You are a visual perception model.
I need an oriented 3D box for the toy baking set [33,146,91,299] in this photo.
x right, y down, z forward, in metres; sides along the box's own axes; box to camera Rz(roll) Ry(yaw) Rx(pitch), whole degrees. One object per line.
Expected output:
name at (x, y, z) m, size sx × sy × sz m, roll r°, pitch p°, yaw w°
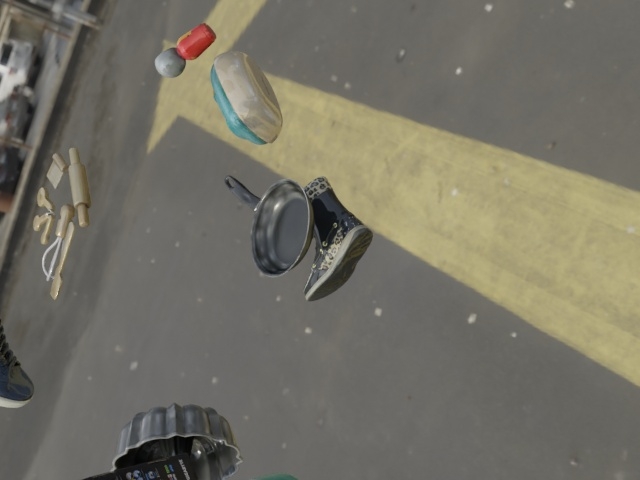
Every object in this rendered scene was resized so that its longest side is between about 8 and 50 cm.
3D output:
toy baking set at (-0.454, -0.034, 1.487) m, size 0.197 × 0.030 × 0.256 m, roll -48°, pitch 50°, yaw 36°

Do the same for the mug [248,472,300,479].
mug at (-0.070, 0.482, 1.451) m, size 0.129 × 0.097 × 0.158 m, roll -18°, pitch 79°, yaw 43°

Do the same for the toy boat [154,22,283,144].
toy boat at (-0.226, -0.356, 1.909) m, size 0.148 × 0.318 × 0.267 m, roll -35°, pitch 47°, yaw 16°

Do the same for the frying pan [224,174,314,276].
frying pan at (-0.112, -0.029, 1.718) m, size 0.326 × 0.053 × 0.197 m, roll 8°, pitch 87°, yaw 53°

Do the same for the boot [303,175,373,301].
boot at (0.002, -0.001, 1.775) m, size 0.179 × 0.085 × 0.236 m, roll 55°, pitch 133°, yaw 25°

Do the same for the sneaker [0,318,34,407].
sneaker at (-0.652, 0.170, 1.612) m, size 0.148 × 0.350 × 0.131 m, roll -35°, pitch 22°, yaw 8°

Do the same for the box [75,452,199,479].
box at (-0.367, 0.624, 1.793) m, size 0.296 × 0.293 × 0.073 m, roll 59°, pitch 135°, yaw 27°

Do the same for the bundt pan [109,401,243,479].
bundt pan at (-0.366, 0.522, 2.141) m, size 0.331 × 0.330 × 0.124 m, roll -49°, pitch 37°, yaw 35°
